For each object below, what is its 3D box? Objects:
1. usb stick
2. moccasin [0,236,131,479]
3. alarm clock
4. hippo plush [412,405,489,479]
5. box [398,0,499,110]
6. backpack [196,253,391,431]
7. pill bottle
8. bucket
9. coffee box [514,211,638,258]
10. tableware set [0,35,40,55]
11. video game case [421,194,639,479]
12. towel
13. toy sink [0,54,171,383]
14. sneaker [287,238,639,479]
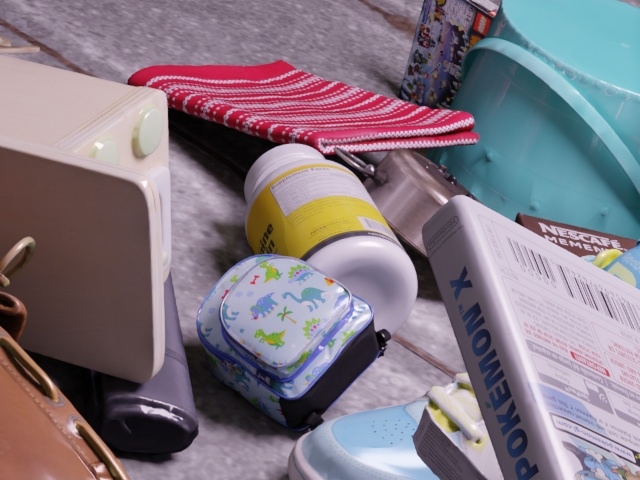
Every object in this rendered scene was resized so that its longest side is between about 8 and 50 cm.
[{"bbox_3d":[-0.135,0.059,1.399,0.077,0.045,0.278,10,27,-15],"label":"usb stick"},{"bbox_3d":[-0.233,0.071,1.204,0.147,0.139,0.380,-7,36,-43],"label":"moccasin"},{"bbox_3d":[0.084,-0.031,1.632,0.192,0.064,0.129,30,13,-32],"label":"alarm clock"},{"bbox_3d":[0.165,0.247,1.113,0.236,0.234,0.294,35,23,-49],"label":"hippo plush"},{"bbox_3d":[0.130,-0.179,1.935,0.027,0.137,0.094,-16,41,-40],"label":"box"},{"bbox_3d":[-0.028,0.061,1.393,0.114,0.084,0.105,28,62,30],"label":"backpack"},{"bbox_3d":[0.000,0.000,1.537,0.103,0.103,0.184,7,28,-23],"label":"pill bottle"},{"bbox_3d":[0.246,-0.100,1.804,0.281,0.183,0.281,15,26,-8],"label":"bucket"},{"bbox_3d":[0.266,0.075,1.570,0.246,0.098,0.141,13,26,-12],"label":"coffee box"},{"bbox_3d":[-0.349,-0.162,1.702,0.128,0.039,0.194,22,18,34],"label":"tableware set"},{"bbox_3d":[0.207,0.145,0.974,0.329,0.036,0.300,27,31,-34],"label":"video game case"},{"bbox_3d":[-0.020,-0.121,1.763,0.199,0.031,0.275,-7,19,-40],"label":"towel"},{"bbox_3d":[-0.180,-0.024,1.337,0.234,0.152,0.131,14,32,24],"label":"toy sink"},{"bbox_3d":[0.136,0.091,1.329,0.319,0.208,0.127,-1,33,-34],"label":"sneaker"}]
